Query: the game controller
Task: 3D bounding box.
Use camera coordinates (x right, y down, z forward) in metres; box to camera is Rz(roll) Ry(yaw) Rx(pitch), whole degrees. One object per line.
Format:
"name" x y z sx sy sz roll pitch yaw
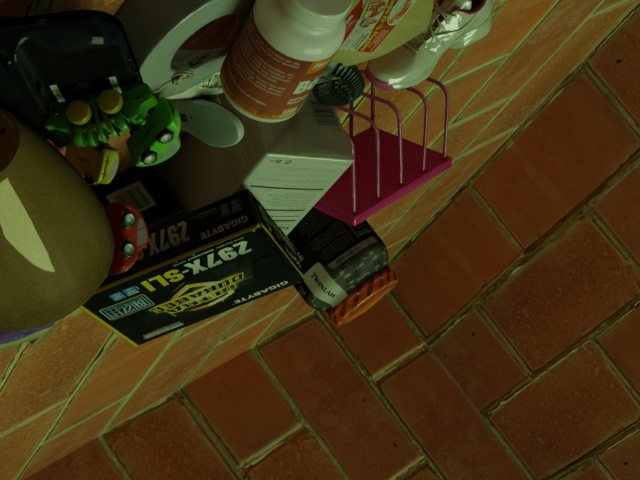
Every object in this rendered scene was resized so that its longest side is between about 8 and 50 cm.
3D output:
"game controller" -0.299 -0.191 1.447 0.167 0.067 0.319 -16 167 -5

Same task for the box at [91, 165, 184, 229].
"box" -0.342 -0.014 2.033 0.153 0.108 0.207 -30 167 -35

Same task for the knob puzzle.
"knob puzzle" 0.084 -0.328 1.787 0.213 0.030 0.213 -22 156 -11

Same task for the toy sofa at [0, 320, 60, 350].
"toy sofa" -0.526 0.092 1.786 0.177 0.150 0.362 -42 168 30

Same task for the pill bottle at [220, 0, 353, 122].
"pill bottle" -0.041 -0.254 1.551 0.121 0.121 0.216 -30 167 -34

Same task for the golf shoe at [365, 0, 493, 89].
"golf shoe" 0.201 -0.389 2.227 0.306 0.115 0.140 -39 160 -26

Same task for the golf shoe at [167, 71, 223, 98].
"golf shoe" -0.150 -0.240 1.720 0.186 0.086 0.067 -30 132 -42

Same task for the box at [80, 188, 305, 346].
"box" -0.213 0.052 1.980 0.322 0.079 0.257 -22 154 6

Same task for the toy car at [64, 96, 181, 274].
"toy car" -0.247 -0.099 1.645 0.053 0.239 0.225 9 134 -45

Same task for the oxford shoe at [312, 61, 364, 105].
"oxford shoe" -0.004 -0.283 1.901 0.083 0.096 0.227 -35 146 14

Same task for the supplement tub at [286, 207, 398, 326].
"supplement tub" 0.000 0.000 2.557 0.207 0.338 0.207 -35 168 -8

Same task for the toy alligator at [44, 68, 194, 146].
"toy alligator" -0.232 -0.149 1.440 0.190 0.051 0.056 -18 167 4

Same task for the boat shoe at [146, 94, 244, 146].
"boat shoe" -0.164 -0.190 1.761 0.083 0.183 0.065 -35 132 -41

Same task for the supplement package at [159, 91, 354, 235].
"supplement package" -0.111 -0.122 2.007 0.175 0.177 0.293 1 147 -37

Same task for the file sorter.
"file sorter" 0.081 -0.194 2.270 0.291 0.202 0.182 -32 134 -38

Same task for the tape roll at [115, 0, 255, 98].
"tape roll" -0.166 -0.279 1.573 0.219 0.072 0.219 -35 169 -8

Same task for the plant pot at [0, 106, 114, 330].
"plant pot" -0.392 -0.048 1.498 0.237 0.237 0.254 -34 155 -16
